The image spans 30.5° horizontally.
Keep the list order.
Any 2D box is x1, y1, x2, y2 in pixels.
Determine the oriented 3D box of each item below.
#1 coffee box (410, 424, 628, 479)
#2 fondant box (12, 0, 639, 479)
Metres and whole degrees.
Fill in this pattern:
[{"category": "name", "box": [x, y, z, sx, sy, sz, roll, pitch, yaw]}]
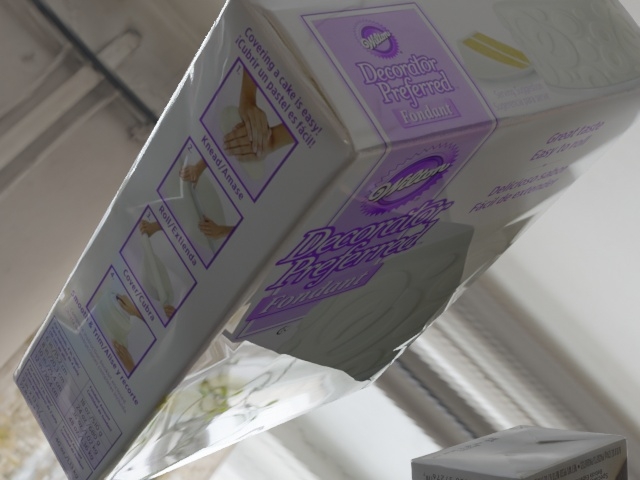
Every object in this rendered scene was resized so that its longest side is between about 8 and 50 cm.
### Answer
[{"category": "coffee box", "box": [0.176, 0.321, 0.992, 0.119, 0.168, 0.297, 0, -86, 43]}, {"category": "fondant box", "box": [0.000, 0.000, 0.640, 0.096, 0.238, 0.330, 56, -44, 19]}]
